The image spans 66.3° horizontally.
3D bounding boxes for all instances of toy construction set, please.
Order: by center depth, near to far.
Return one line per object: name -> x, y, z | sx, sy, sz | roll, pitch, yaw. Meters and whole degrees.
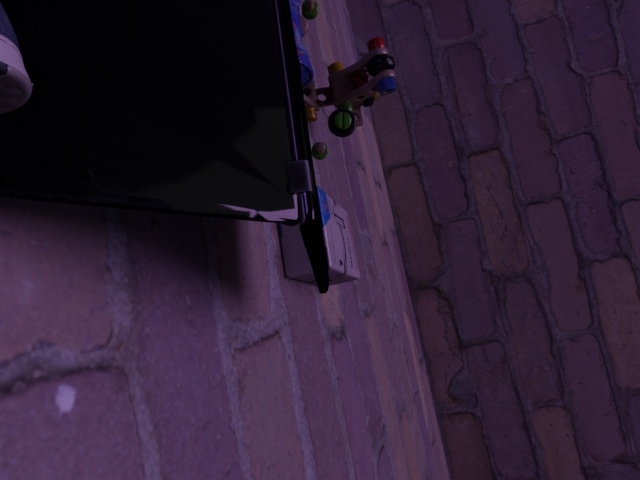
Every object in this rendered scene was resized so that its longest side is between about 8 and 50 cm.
toy construction set -> 0.004, -0.362, 1.096 | 0.309, 0.257, 0.237 | 53, -2, 0

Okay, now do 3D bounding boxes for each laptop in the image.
laptop -> -0.137, -0.158, 0.508 | 0.408, 0.236, 0.382 | 79, 4, -71

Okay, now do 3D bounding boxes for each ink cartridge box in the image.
ink cartridge box -> 0.000, 0.000, 0.912 | 0.203, 0.086, 0.148 | 25, 53, -69

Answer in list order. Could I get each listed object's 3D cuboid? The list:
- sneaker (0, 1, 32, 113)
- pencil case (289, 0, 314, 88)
sneaker -> -0.246, -0.156, 0.200 | 0.226, 0.086, 0.163 | 3, 71, -70
pencil case -> -0.084, -0.403, 0.888 | 0.133, 0.119, 0.306 | 27, 52, -59
